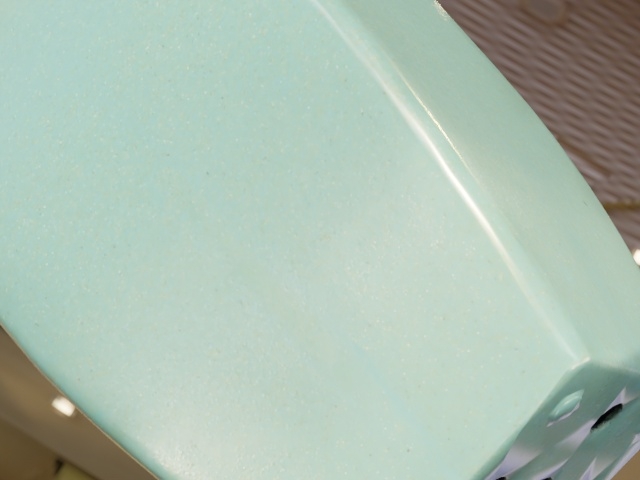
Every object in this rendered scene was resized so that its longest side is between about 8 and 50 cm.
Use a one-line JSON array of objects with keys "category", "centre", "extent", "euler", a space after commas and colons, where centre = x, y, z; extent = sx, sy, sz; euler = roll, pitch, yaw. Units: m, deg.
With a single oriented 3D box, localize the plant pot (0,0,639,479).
[{"category": "plant pot", "centre": [0.000, 0.000, 0.517], "extent": [0.234, 0.166, 0.165], "euler": [48, 16, 29]}]
